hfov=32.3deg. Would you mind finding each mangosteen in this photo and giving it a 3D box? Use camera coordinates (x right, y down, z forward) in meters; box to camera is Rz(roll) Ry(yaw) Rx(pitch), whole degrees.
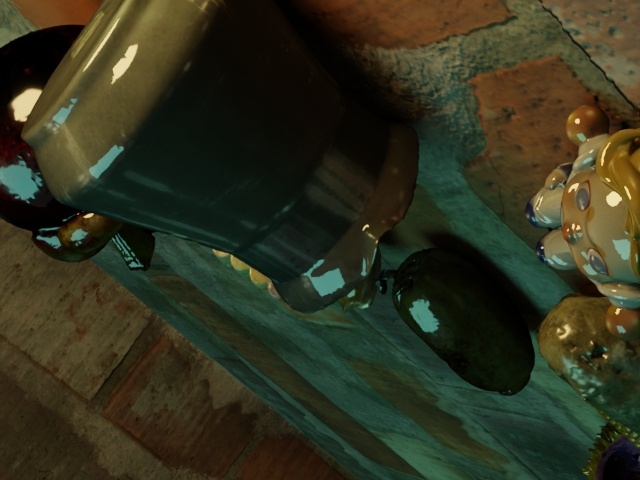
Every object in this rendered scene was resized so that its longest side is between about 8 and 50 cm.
[{"bbox_3d":[-0.320,-0.115,1.483,0.347,0.307,0.307,59,165,8],"label":"mangosteen"}]

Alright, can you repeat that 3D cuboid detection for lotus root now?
[{"bbox_3d":[0.188,0.102,1.425,0.241,0.123,0.124,41,-169,-25],"label":"lotus root"}]

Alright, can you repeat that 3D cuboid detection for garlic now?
[{"bbox_3d":[0.003,0.001,1.533,0.207,0.115,0.128,26,122,21],"label":"garlic"}]

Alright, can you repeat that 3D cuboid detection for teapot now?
[{"bbox_3d":[-0.098,-0.114,1.176,0.362,0.305,0.376,36,-176,-21],"label":"teapot"}]

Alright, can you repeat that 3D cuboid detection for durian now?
[{"bbox_3d":[0.472,0.364,1.601,0.260,0.154,0.186,44,-172,2],"label":"durian"}]

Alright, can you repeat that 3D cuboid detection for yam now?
[{"bbox_3d":[0.354,0.145,1.103,0.330,0.133,0.133,25,168,-22],"label":"yam"}]

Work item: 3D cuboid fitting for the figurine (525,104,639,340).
[{"bbox_3d":[0.266,-0.008,0.976,0.274,0.133,0.193,98,160,-67],"label":"figurine"}]

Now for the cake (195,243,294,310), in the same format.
[{"bbox_3d":[-0.090,-0.011,1.454,0.225,0.109,0.090,32,171,26],"label":"cake"}]

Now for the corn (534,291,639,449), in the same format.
[{"bbox_3d":[0.385,0.181,1.271,0.322,0.119,0.119,43,162,-4],"label":"corn"}]
